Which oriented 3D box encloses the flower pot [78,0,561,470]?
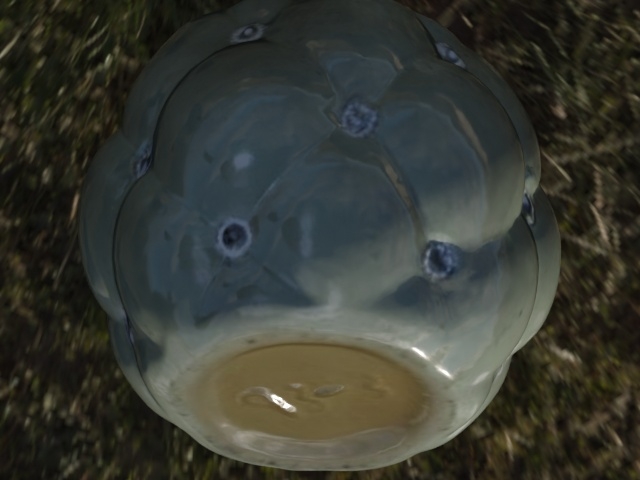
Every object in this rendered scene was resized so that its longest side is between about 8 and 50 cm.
[{"bbox_3d":[0.000,0.000,0.923,0.246,0.195,0.246,2,144,1],"label":"flower pot"}]
